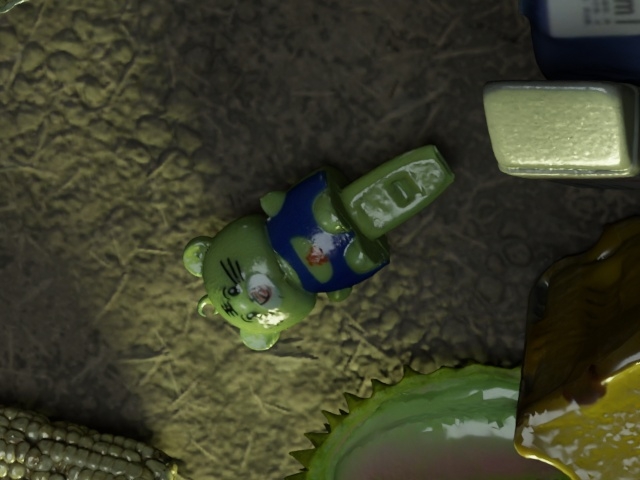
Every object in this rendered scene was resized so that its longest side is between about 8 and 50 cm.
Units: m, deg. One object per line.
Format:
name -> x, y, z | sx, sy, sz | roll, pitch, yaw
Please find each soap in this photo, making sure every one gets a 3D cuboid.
soap -> 0.265, 0.056, 1.331 | 0.259, 0.281, 0.143 | -26, 106, 18

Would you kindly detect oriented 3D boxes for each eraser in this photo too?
eraser -> 0.185, -0.066, 1.277 | 0.089, 0.352, 0.061 | 1, 91, 18

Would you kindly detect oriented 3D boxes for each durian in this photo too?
durian -> 0.146, 0.188, 1.458 | 0.356, 0.169, 0.157 | 4, 111, 3

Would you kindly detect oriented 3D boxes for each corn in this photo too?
corn -> -0.214, 0.179, 1.561 | 0.211, 0.087, 0.087 | 21, 112, 3

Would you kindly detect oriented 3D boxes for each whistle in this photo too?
whistle -> 0.000, 0.000, 1.458 | 0.227, 0.085, 0.105 | -31, 107, 18

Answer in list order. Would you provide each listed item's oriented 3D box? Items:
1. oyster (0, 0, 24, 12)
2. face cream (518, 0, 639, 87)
oyster -> -0.210, -0.202, 1.413 | 0.100, 0.098, 0.037 | -42, 122, -21
face cream -> 0.248, -0.219, 1.251 | 0.225, 0.249, 0.249 | 2, 110, 11
